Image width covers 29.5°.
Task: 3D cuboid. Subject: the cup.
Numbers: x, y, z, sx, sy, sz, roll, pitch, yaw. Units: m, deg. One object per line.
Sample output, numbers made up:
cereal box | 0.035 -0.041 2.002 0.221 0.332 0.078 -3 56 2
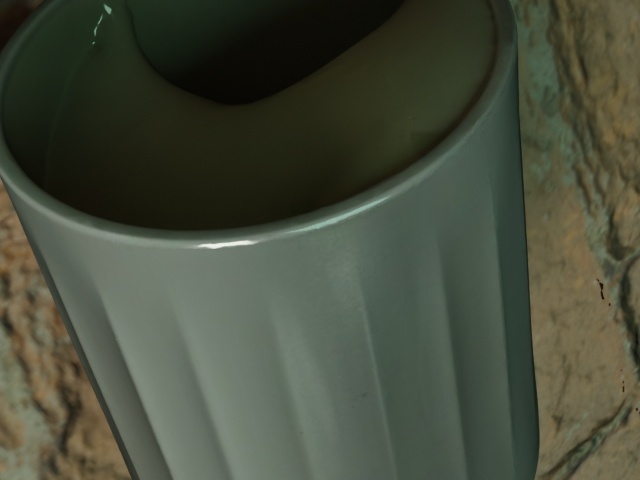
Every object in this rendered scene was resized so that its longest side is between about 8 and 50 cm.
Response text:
cup | 0.000 0.000 0.658 0.327 0.236 0.323 77 24 -45
